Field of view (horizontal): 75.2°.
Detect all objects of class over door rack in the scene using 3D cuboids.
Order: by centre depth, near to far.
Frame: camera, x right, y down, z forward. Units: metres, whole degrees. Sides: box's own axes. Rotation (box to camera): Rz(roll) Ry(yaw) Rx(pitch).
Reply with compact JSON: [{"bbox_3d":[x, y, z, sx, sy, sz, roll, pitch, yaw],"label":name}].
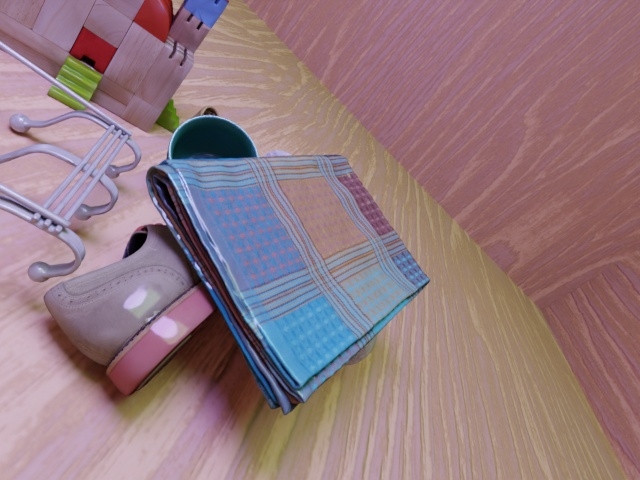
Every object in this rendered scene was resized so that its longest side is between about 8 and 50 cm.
[{"bbox_3d":[-0.333,-0.130,0.372,0.324,0.108,0.240,49,15,-32],"label":"over door rack"}]

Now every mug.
[{"bbox_3d":[-0.160,-0.096,0.632,0.129,0.097,0.158,-29,90,-27],"label":"mug"}]

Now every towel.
[{"bbox_3d":[0.000,0.000,0.527,0.370,0.040,0.272,-21,75,-54],"label":"towel"}]

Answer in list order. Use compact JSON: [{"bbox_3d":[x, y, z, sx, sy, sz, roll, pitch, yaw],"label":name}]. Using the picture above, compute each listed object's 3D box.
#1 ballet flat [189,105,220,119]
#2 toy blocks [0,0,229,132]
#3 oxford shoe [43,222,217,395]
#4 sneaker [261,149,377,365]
[{"bbox_3d":[-0.181,-0.153,0.738,0.080,0.073,0.232,10,44,-53],"label":"ballet flat"},{"bbox_3d":[-0.312,-0.348,0.589,0.381,0.261,0.191,28,30,-35],"label":"toy blocks"},{"bbox_3d":[-0.146,0.012,0.490,0.130,0.123,0.348,42,24,-4],"label":"oxford shoe"},{"bbox_3d":[0.019,0.023,0.717,0.210,0.137,0.366,12,49,-61],"label":"sneaker"}]
